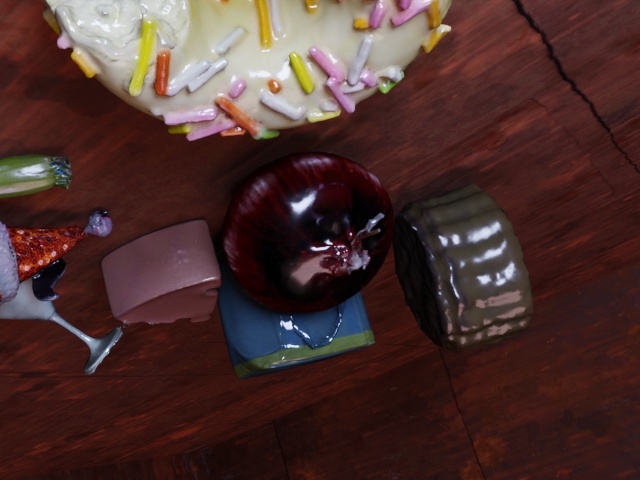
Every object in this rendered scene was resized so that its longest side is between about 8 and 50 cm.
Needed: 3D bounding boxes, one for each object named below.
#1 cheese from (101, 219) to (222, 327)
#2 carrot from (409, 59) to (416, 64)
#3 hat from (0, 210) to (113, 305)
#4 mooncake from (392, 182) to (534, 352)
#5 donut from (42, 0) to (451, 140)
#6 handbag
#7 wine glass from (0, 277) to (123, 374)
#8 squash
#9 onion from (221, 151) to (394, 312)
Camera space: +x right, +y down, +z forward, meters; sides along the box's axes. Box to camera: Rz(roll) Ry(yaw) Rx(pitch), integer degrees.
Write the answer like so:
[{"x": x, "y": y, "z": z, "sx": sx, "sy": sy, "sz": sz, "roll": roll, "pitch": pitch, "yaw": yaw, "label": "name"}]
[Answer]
[{"x": -0.233, "y": 0.057, "z": 1.162, "sx": 0.177, "sy": 0.128, "sz": 0.203, "roll": -34, "pitch": 153, "yaw": 35, "label": "cheese"}, {"x": 0.070, "y": -0.268, "z": 0.742, "sx": 0.049, "sy": 0.049, "sz": 0.254, "roll": -22, "pitch": 154, "yaw": 10, "label": "carrot"}, {"x": -0.404, "y": 0.005, "z": 0.961, "sx": 0.228, "sy": 0.128, "sz": 0.140, "roll": -23, "pitch": -152, "yaw": -38, "label": "hat"}, {"x": 0.264, "y": 0.060, "z": 1.324, "sx": 0.187, "sy": 0.323, "sz": 0.324, "roll": -16, "pitch": 159, "yaw": -6, "label": "mooncake"}, {"x": -0.035, "y": -0.219, "z": 0.589, "sx": 0.371, "sy": 0.150, "sz": 0.307, "roll": -30, "pitch": 149, "yaw": 26, "label": "donut"}, {"x": -0.056, "y": 0.109, "z": 1.244, "sx": 0.263, "sy": 0.240, "sz": 0.222, "roll": -8, "pitch": 167, "yaw": -24, "label": "handbag"}, {"x": -0.414, "y": 0.127, "z": 1.078, "sx": 0.183, "sy": 0.122, "sz": 0.122, "roll": 41, "pitch": 129, "yaw": -17, "label": "wine glass"}, {"x": -0.395, "y": -0.072, "z": 0.821, "sx": 0.184, "sy": 0.052, "sz": 0.052, "roll": -14, "pitch": 158, "yaw": -16, "label": "squash"}, {"x": 0.000, "y": 0.000, "z": 1.024, "sx": 0.273, "sy": 0.285, "sz": 0.272, "roll": -13, "pitch": 118, "yaw": -27, "label": "onion"}]
